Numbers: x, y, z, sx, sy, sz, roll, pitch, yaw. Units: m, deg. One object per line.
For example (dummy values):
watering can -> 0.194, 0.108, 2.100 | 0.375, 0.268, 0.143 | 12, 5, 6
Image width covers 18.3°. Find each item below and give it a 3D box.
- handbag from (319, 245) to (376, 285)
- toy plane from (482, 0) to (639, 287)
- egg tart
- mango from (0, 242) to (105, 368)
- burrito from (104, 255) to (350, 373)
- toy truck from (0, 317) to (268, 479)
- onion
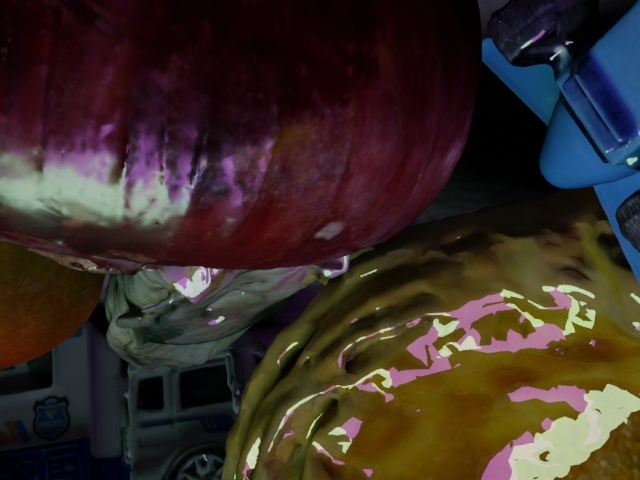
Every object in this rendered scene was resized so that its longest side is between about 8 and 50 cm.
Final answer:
handbag -> 0.000, 0.000, 1.046 | 0.061, 0.027, 0.083 | -19, 151, 31
toy plane -> 0.129, -0.069, 0.654 | 0.105, 0.254, 0.271 | -31, 172, -17
egg tart -> 0.141, 0.146, 0.897 | 0.388, 0.388, 0.169 | -16, -167, 29
mango -> -0.197, -0.028, 0.861 | 0.146, 0.129, 0.289 | -15, 144, 30
burrito -> -0.051, 0.014, 0.910 | 0.096, 0.066, 0.309 | -11, 173, -12
toy truck -> -0.140, 0.120, 1.154 | 0.268, 0.155, 0.124 | -11, 154, 12
onion -> -0.066, -0.083, 0.669 | 0.246, 0.190, 0.246 | 9, -176, -1
